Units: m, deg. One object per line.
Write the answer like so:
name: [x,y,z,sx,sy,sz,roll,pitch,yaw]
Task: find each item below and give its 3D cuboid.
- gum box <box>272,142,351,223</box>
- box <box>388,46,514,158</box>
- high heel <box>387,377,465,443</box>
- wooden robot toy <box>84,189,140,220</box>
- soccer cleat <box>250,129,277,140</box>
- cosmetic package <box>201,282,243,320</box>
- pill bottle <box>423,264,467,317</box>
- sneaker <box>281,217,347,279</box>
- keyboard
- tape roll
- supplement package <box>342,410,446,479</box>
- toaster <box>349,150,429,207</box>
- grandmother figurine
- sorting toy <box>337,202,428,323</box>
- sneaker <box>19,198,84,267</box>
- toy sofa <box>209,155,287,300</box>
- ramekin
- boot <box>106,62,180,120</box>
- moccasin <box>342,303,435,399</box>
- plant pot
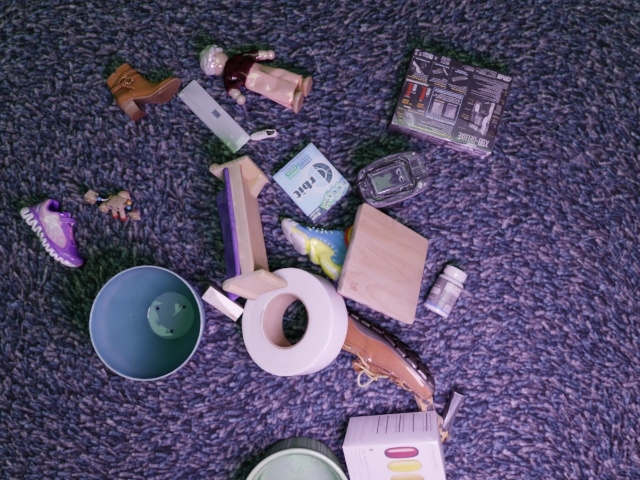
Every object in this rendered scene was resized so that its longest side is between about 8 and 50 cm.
gum box: [-0.024,-0.170,1.324,0.157,0.041,0.184,-42,86,-2]
box: [0.384,-0.404,1.317,0.307,0.076,0.243,17,87,2]
high heel: [0.255,0.469,1.259,0.261,0.093,0.186,22,96,6]
wooden robot toy: [-0.603,-0.116,1.329,0.173,0.076,0.079,17,51,2]
soccer cleat: [-0.171,-0.320,1.339,0.083,0.035,0.029,-7,86,0]
cosmetic package: [-0.271,0.170,1.232,0.115,0.060,0.041,39,84,-14]
pill bottle: [0.361,0.145,1.279,0.078,0.078,0.137,29,87,3]
sneaker: [0.000,0.000,1.302,0.240,0.091,0.126,44,69,4]
keyboard: [-0.326,-0.380,1.359,0.072,0.014,0.256,-44,87,-7]
tape roll: [-0.073,0.220,1.211,0.285,0.100,0.287,-7,74,27]
supplement package: [0.199,0.558,1.185,0.243,0.134,0.139,-11,100,15]
toaster: [0.188,-0.160,1.268,0.226,0.146,0.129,-21,85,-1]
grandmother figurine: [-0.208,-0.488,1.326,0.342,0.104,0.208,24,59,5]
sorting toy: [0.161,0.070,1.234,0.257,0.089,0.256,27,67,-27]
sneaker: [-0.764,-0.029,1.304,0.104,0.095,0.236,-38,85,-9]
toy sofa: [-0.221,-0.027,1.202,0.176,0.150,0.363,-17,68,13]
ramekin: [-0.060,0.696,1.212,0.302,0.148,0.304,0,86,1]
boot: [-0.537,-0.474,1.339,0.197,0.073,0.152,-35,82,-4]
moccasin: [0.133,0.308,1.207,0.379,0.139,0.147,31,95,18]
plant pot: [-0.444,0.216,1.226,0.289,0.195,0.291,0,86,0]
